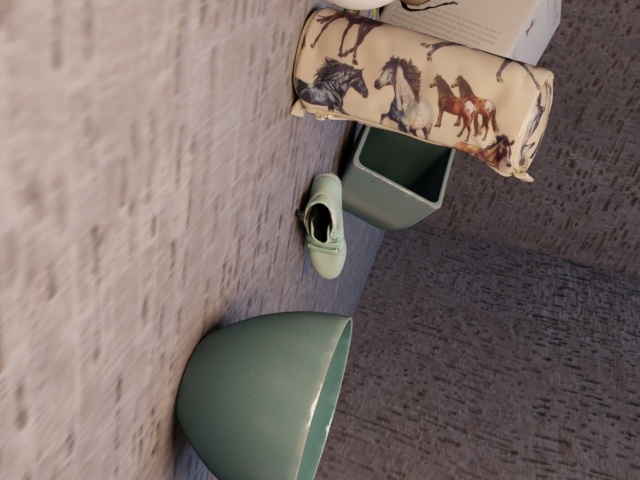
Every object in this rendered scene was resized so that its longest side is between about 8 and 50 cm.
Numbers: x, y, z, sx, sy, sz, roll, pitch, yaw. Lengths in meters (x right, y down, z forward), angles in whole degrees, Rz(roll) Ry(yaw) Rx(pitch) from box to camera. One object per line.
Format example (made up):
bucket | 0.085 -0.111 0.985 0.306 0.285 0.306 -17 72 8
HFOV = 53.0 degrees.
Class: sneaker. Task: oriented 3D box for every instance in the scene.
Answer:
sneaker | 0.000 0.000 1.367 0.151 0.094 0.255 -71 161 -58

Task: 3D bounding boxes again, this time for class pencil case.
pencil case | 0.159 -0.229 1.012 0.160 0.410 0.183 -25 134 -64

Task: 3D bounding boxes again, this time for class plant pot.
plant pot | -0.087 0.225 0.912 0.290 0.196 0.290 14 90 -80
plant pot | 0.174 -0.170 1.714 0.252 0.248 0.247 -50 -164 55

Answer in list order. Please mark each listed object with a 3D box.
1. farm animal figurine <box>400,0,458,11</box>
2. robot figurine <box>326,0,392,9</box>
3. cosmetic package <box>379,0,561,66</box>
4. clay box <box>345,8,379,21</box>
farm animal figurine | 0.159 -0.558 1.114 0.330 0.172 0.326 -6 91 -54
robot figurine | 0.054 -0.443 0.824 0.173 0.209 0.278 -108 -163 -46
cosmetic package | 0.349 -0.490 1.581 0.393 0.327 0.329 -62 159 3
clay box | 0.086 -0.427 1.357 0.222 0.053 0.127 63 43 -74
